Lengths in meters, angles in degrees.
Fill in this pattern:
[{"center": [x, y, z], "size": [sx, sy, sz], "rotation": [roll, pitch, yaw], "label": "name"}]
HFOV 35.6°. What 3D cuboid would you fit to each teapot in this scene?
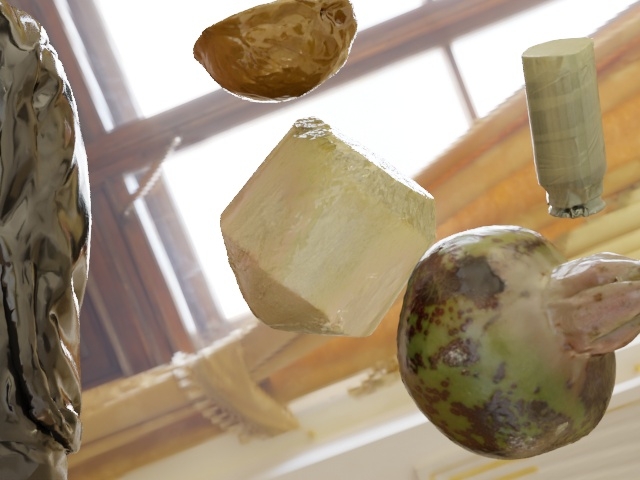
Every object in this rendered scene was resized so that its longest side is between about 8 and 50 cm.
[{"center": [0.291, -0.133, 1.160], "size": [0.107, 0.077, 0.200], "rotation": [-38, 122, -48], "label": "teapot"}]

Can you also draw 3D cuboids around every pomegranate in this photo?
[{"center": [0.124, 0.049, 0.573], "size": [0.138, 0.163, 0.125], "rotation": [63, 15, 1], "label": "pomegranate"}]

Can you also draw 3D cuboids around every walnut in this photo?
[{"center": [-0.041, -0.199, 1.096], "size": [0.211, 0.167, 0.087], "rotation": [-20, 87, -48], "label": "walnut"}]

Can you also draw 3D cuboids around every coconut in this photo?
[{"center": [0.000, 0.000, 1.194], "size": [0.239, 0.244, 0.239], "rotation": [33, 10, -6], "label": "coconut"}]

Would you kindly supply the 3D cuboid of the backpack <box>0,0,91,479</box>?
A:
[{"center": [-0.276, 0.084, 0.651], "size": [0.363, 0.254, 0.446], "rotation": [138, -52, -74], "label": "backpack"}]
